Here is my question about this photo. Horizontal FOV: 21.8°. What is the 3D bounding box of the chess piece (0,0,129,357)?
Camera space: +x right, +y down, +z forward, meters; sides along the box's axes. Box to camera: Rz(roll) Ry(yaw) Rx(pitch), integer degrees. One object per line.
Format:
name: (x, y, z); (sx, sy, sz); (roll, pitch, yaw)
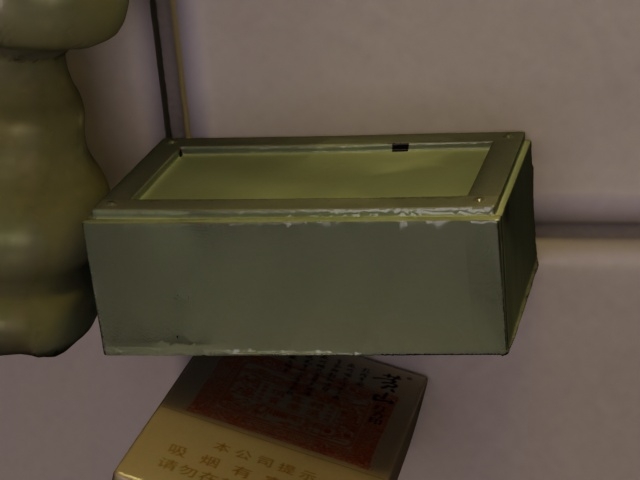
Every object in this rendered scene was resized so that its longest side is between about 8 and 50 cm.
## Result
chess piece: (-0.180, -0.118, 0.906); (0.182, 0.182, 0.330); (17, 110, 7)

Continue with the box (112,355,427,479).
box: (-0.026, 0.125, 0.940); (0.141, 0.201, 0.058); (18, 115, 8)

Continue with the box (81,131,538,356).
box: (0.000, 0.000, 0.920); (0.225, 0.129, 0.086); (0, 111, 15)
